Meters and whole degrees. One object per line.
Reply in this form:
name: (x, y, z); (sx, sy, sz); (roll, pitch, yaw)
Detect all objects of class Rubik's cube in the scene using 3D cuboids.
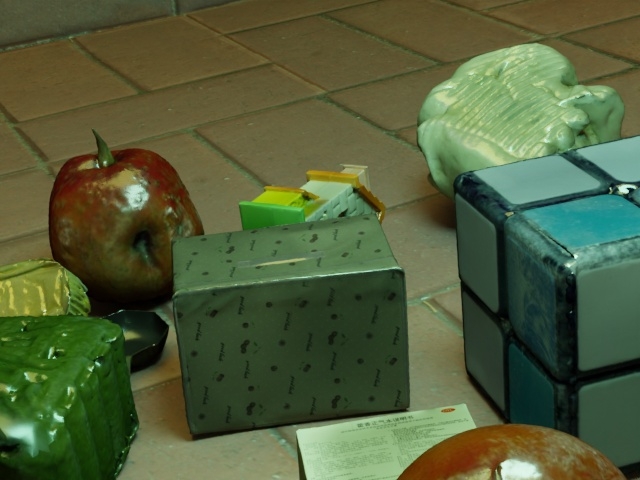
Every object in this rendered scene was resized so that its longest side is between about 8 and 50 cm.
Rubik's cube: (0.370, 0.073, 1.475); (0.313, 0.316, 0.318); (-12, 27, -13)

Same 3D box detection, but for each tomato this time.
tomato: (0.180, 0.301, 1.110); (0.265, 0.265, 0.265); (-5, 25, 2)

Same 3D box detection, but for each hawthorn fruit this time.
hawthorn fruit: (-0.316, -0.024, 1.916); (0.258, 0.261, 0.258); (-12, -12, -3)

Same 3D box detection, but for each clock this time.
clock: (0.000, 0.000, 1.822); (0.106, 0.220, 0.255); (7, 27, 29)

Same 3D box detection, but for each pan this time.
pan: (-0.298, 0.169, 1.729); (0.128, 0.048, 0.202); (0, 24, 15)

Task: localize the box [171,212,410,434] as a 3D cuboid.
box: (-0.042, 0.110, 1.592); (0.297, 0.225, 0.190); (-6, 26, -3)

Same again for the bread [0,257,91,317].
bread: (-0.450, 0.107, 1.794); (0.190, 0.114, 0.132); (-15, 60, 8)

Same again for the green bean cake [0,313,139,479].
green bean cake: (-0.410, 0.216, 1.465); (0.319, 0.218, 0.335); (-3, 27, 6)

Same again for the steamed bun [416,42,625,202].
steamed bun: (0.346, -0.156, 2.040); (0.352, 0.247, 0.339); (27, 56, 36)

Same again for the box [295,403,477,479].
box: (0.087, 0.280, 1.357); (0.212, 0.095, 0.168); (-8, 27, -5)
